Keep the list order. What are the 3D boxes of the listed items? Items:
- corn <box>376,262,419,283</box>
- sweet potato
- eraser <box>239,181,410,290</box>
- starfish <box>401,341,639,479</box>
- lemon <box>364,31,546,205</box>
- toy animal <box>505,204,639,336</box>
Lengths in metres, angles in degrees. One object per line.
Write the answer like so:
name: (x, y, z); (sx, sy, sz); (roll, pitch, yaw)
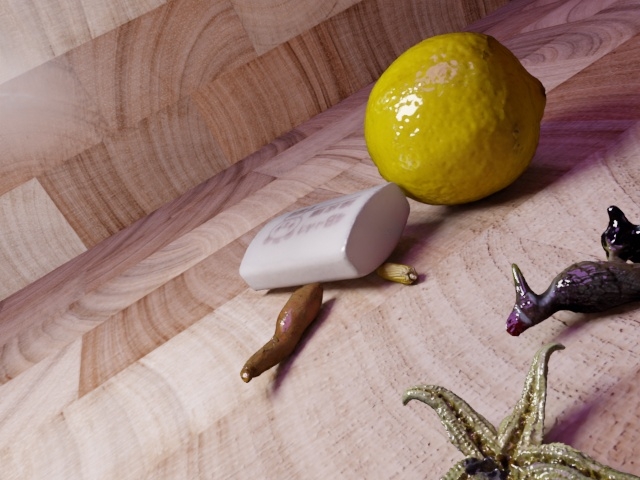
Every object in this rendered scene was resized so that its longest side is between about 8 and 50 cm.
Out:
corn: (0.111, 0.046, 0.778); (0.028, 0.027, 0.083); (-32, 19, -22)
sweet potato: (-0.052, 0.130, 0.749); (0.050, 0.050, 0.214); (-13, 24, 35)
eraser: (0.000, 0.000, 0.897); (0.270, 0.094, 0.174); (-11, 34, 47)
starfish: (0.148, 0.168, 0.408); (0.217, 0.050, 0.223); (3, 48, 45)
lemon: (0.208, -0.188, 0.869); (0.293, 0.293, 0.293); (-25, 21, 10)
toy animal: (0.271, 0.040, 0.536); (0.203, 0.070, 0.105); (-25, 39, -2)
